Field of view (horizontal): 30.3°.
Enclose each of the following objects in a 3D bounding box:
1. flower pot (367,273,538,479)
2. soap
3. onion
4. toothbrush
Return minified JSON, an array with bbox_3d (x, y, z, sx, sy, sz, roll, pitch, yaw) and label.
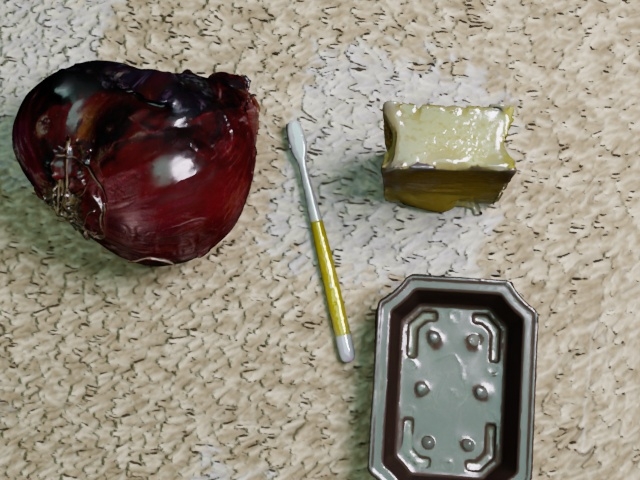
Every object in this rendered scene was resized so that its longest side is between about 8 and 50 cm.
[{"bbox_3d":[0.146,0.168,1.314,0.178,0.084,0.251,3,83,5],"label":"flower pot"},{"bbox_3d":[0.133,-0.086,1.266,0.135,0.233,0.076,2,81,4],"label":"soap"},{"bbox_3d":[-0.206,-0.095,1.306,0.280,0.221,0.281,0,55,1],"label":"onion"},{"bbox_3d":[0.000,0.000,1.374,0.021,0.024,0.288,-13,85,5],"label":"toothbrush"}]
